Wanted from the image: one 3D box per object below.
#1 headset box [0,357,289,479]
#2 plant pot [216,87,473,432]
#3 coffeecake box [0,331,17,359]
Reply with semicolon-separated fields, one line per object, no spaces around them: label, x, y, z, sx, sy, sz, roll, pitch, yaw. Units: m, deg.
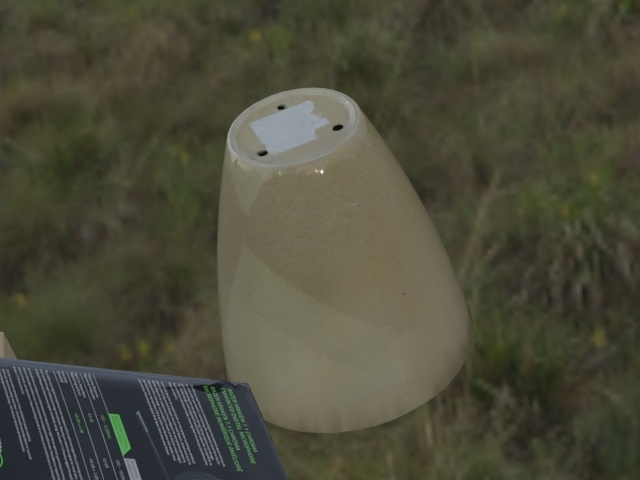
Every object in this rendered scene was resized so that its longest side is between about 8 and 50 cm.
headset box;-0.177;0.204;1.051;0.283;0.246;0.131;10;36;-33
plant pot;0.000;0.000;1.668;0.256;0.274;0.256;-10;37;7
coffeecake box;-0.304;0.141;1.370;0.142;0.185;0.068;-4;65;0
